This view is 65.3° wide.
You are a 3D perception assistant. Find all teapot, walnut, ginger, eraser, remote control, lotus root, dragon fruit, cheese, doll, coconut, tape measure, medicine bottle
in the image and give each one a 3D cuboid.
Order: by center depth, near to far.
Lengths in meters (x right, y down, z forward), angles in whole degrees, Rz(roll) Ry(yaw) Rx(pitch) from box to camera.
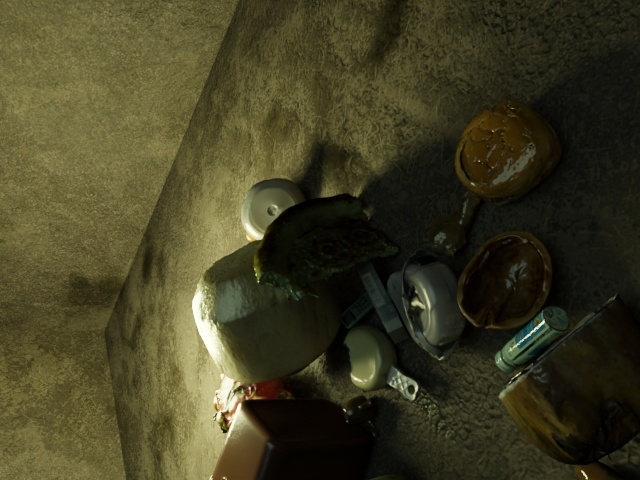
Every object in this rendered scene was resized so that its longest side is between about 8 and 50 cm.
[{"bbox_3d":[0.426,0.232,0.795,0.272,0.272,0.192,-52,56,32],"label":"lotus root"},{"bbox_3d":[0.389,0.188,0.930,0.191,0.051,0.051,107,151,-53],"label":"medicine bottle"},{"bbox_3d":[0.374,0.090,0.991,0.167,0.087,0.211,30,85,40],"label":"walnut"},{"bbox_3d":[0.242,0.134,1.111,0.197,0.120,0.236,101,153,-51],"label":"tape measure"},{"bbox_3d":[0.303,-0.041,1.146,0.096,0.067,0.166,29,92,51],"label":"ginger"},{"bbox_3d":[0.155,0.300,1.253,0.248,0.070,0.164,-7,78,52],"label":"cheese"},{"bbox_3d":[0.154,0.151,1.266,0.046,0.092,0.213,-27,53,5],"label":"eraser"},{"bbox_3d":[0.110,0.454,1.276,0.085,0.080,0.111,110,139,-63],"label":"teapot"},{"bbox_3d":[0.108,0.184,1.347,0.124,0.018,0.053,-43,47,5],"label":"remote control"},{"bbox_3d":[-0.143,0.214,1.407,0.345,0.414,0.416,-110,42,-65],"label":"coconut"},{"bbox_3d":[-0.183,0.489,1.504,0.269,0.250,0.291,-70,23,9],"label":"dragon fruit"},{"bbox_3d":[-0.161,-0.093,1.690,0.251,0.221,0.221,-49,42,3],"label":"doll"}]

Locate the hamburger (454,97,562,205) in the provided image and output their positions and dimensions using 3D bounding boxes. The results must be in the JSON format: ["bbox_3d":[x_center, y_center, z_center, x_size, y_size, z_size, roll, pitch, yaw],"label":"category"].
[{"bbox_3d":[0.384,-0.178,1.041,0.213,0.108,0.214,-18,66,45],"label":"hamburger"}]

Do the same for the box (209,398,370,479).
[{"bbox_3d":[-0.069,0.557,1.273,0.239,0.339,0.230,25,99,52],"label":"box"}]

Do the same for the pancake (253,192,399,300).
[{"bbox_3d":[-0.003,-0.003,1.294,0.304,0.426,0.067,37,137,35],"label":"pancake"}]

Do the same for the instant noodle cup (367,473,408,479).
[{"bbox_3d":[0.156,0.655,1.082,0.216,0.215,0.236,-51,39,32],"label":"instant noodle cup"}]

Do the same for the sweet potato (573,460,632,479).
[{"bbox_3d":[0.525,0.435,0.730,0.341,0.092,0.114,10,65,53],"label":"sweet potato"}]
